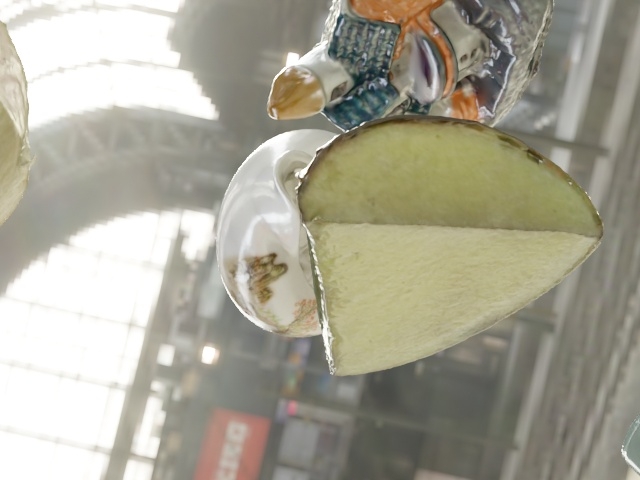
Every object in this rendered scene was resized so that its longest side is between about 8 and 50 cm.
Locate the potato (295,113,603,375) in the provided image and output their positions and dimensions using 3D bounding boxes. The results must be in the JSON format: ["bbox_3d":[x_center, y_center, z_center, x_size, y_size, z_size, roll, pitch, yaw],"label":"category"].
[{"bbox_3d":[0.056,0.012,1.500,0.255,0.269,0.112,126,142,-50],"label":"potato"}]

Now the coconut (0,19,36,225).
[{"bbox_3d":[-0.267,-0.040,0.937,0.237,0.197,0.237,-56,2,3],"label":"coconut"}]

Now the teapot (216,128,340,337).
[{"bbox_3d":[0.000,0.000,1.748,0.298,0.139,0.204,41,-114,-44],"label":"teapot"}]

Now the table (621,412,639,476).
[{"bbox_3d":[0.334,0.185,1.265,0.126,0.220,0.126,-35,-27,-21],"label":"table"}]

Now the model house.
[{"bbox_3d":[0.079,-0.185,1.995,0.301,0.190,0.271,-35,-17,-28],"label":"model house"}]
